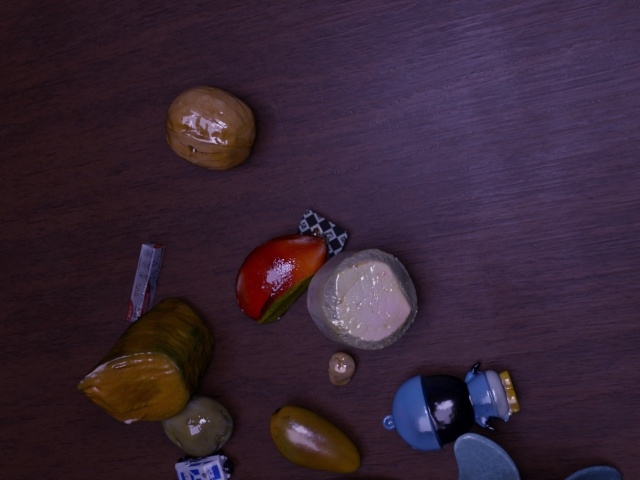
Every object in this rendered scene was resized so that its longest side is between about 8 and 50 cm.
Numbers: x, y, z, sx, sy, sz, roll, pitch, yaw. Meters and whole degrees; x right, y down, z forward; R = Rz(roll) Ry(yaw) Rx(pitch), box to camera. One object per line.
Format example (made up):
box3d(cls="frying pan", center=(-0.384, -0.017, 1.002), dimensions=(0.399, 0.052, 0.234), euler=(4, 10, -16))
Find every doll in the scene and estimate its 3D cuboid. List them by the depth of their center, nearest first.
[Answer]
box3d(cls="doll", center=(0.295, 0.387, 1.758), dimensions=(0.314, 0.141, 0.177), euler=(-16, 62, 10))

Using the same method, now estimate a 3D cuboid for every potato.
box3d(cls="potato", center=(0.051, 0.318, 1.873), dimensions=(0.068, 0.062, 0.083), euler=(24, 128, 29))
box3d(cls="potato", center=(-0.330, 0.471, 1.988), dimensions=(0.194, 0.157, 0.157), euler=(31, 108, 25))

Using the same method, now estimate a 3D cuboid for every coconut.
box3d(cls="coconut", center=(0.091, 0.132, 1.734), dimensions=(0.239, 0.244, 0.239), euler=(0, 89, -10))

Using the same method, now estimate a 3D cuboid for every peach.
box3d(cls="peach", center=(-0.106, 0.078, 1.817), dimensions=(0.158, 0.154, 0.267), euler=(50, 120, 9))

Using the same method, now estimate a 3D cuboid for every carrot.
box3d(cls="carrot", center=(-0.417, 0.320, 1.898), dimensions=(0.242, 0.340, 0.241), euler=(7, 118, 13))

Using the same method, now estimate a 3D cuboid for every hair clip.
box3d(cls="hair clip", center=(0.453, 0.645, 1.650), dimensions=(0.392, 0.238, 0.318), euler=(16, 112, -5))

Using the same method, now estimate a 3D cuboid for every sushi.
box3d(cls="sushi", center=(0.000, 0.000, 1.850), dimensions=(0.126, 0.026, 0.120), euler=(30, 112, 17))

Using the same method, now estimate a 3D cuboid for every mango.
box3d(cls="mango", center=(-0.016, 0.507, 1.897), dimensions=(0.253, 0.113, 0.138), euler=(28, 103, 5))

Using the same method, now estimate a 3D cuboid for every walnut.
box3d(cls="walnut", center=(-0.259, -0.266, 1.810), dimensions=(0.222, 0.195, 0.195), euler=(24, 106, 12))

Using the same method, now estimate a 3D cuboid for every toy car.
box3d(cls="toy car", center=(-0.311, 0.618, 2.035), dimensions=(0.171, 0.070, 0.080), euler=(-15, 93, 21))

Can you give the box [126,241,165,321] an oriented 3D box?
box3d(cls="box", center=(-0.462, 0.112, 2.010), dimensions=(0.040, 0.055, 0.218), euler=(20, 104, 17))
